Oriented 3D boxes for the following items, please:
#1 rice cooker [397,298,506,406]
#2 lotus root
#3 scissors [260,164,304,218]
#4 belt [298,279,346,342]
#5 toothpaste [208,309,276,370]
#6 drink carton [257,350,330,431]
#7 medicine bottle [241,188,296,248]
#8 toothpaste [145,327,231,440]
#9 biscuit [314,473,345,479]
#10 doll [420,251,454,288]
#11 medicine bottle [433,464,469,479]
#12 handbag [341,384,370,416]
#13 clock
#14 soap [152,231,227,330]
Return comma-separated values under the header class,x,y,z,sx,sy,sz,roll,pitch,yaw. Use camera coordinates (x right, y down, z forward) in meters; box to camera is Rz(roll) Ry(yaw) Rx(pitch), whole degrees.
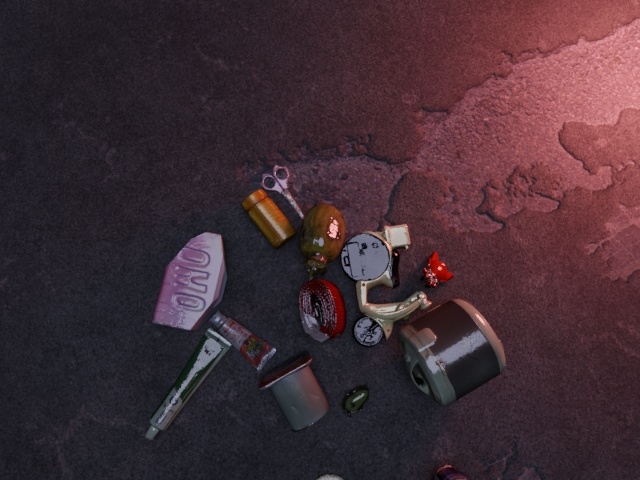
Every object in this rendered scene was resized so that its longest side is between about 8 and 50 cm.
class,x,y,z,sx,sy,sz,roll,pitch,yaw
rice cooker,0.394,0.349,1.574,0.277,0.288,0.288,-30,83,-4
lotus root,0.001,-0.001,1.652,0.154,0.154,0.278,15,56,1
scissors,-0.120,-0.163,1.762,0.110,0.021,0.212,-35,83,-4
belt,0.012,0.227,1.655,0.128,0.124,0.200,-16,79,21
toothpaste,-0.263,0.323,1.673,0.234,0.057,0.089,40,76,-3
drink carton,-0.070,0.473,1.595,0.186,0.191,0.189,-33,93,-9
medicine bottle,-0.173,-0.071,1.708,0.096,0.096,0.192,-39,84,-6
toothpaste,-0.439,0.470,1.640,0.099,0.061,0.392,35,78,-1
biscuit,0.030,0.824,1.615,0.152,0.020,0.151,0,81,-1
doll,0.383,0.106,1.676,0.057,0.169,0.109,-39,84,32
medicine bottle,0.408,0.760,1.546,0.107,0.191,0.106,0,81,-1
handbag,0.118,0.516,1.650,0.111,0.047,0.072,-43,85,-5
clock,0.211,0.146,1.677,0.277,0.120,0.378,-12,81,0
soap,-0.412,0.131,1.667,0.193,0.109,0.323,13,80,0
